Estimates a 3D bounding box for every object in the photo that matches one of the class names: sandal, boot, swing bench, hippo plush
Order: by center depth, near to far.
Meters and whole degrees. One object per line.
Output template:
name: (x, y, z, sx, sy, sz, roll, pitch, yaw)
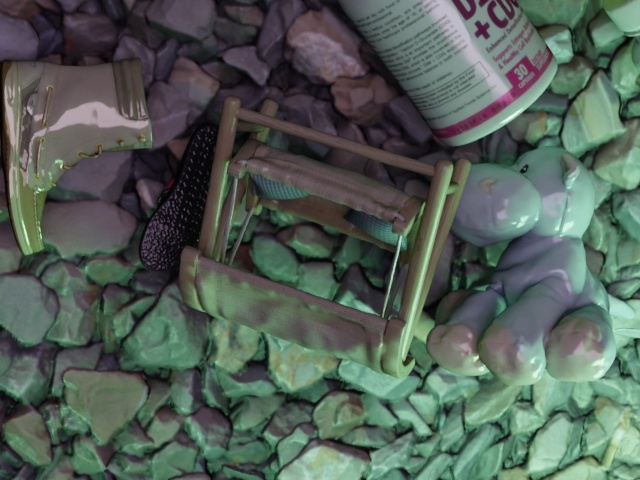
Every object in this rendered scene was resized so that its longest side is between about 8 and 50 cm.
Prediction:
swing bench: (0.000, 0.000, 1.725, 0.253, 0.165, 0.254, 17, 97, 12)
boot: (-0.263, -0.093, 1.745, 0.165, 0.077, 0.213, -4, 99, -13)
hippo plush: (0.254, 0.019, 1.796, 0.294, 0.234, 0.236, -7, 103, -10)
sandal: (-0.150, -0.045, 1.802, 0.067, 0.040, 0.179, 28, 80, -21)

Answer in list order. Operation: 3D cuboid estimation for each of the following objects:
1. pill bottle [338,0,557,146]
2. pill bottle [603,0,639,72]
pill bottle: (0.119, -0.257, 1.749, 0.160, 0.160, 0.283, -39, 106, -2)
pill bottle: (0.434, -0.216, 1.842, 0.131, 0.131, 0.229, -44, 106, -1)
